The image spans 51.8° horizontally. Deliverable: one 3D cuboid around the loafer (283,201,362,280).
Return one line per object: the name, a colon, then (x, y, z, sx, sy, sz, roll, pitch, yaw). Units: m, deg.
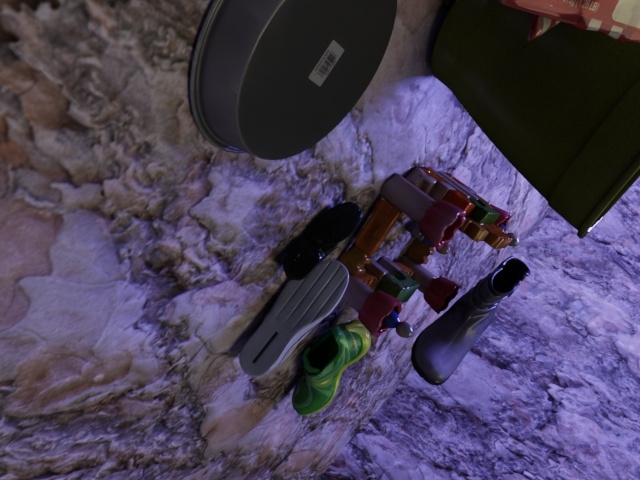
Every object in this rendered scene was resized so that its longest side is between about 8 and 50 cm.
loafer: (0.000, 0.000, 1.106, 0.170, 0.062, 0.061, -41, 179, -13)

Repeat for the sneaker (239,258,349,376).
sneaker: (-0.050, 0.135, 1.194, 0.258, 0.094, 0.091, -45, 176, -2)

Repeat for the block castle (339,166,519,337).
block castle: (0.242, 0.032, 1.399, 0.303, 0.213, 0.453, -58, 157, 17)

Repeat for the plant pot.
plant pot: (0.371, -0.253, 0.993, 0.366, 0.353, 0.366, -42, 161, -19)

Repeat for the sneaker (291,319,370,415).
sneaker: (-0.002, 0.287, 1.518, 0.123, 0.109, 0.295, 9, 125, -35)

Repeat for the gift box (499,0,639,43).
gift box: (0.250, -0.325, 0.645, 0.255, 0.258, 0.276, 14, 120, -16)

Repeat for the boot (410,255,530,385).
boot: (0.345, 0.169, 1.518, 0.338, 0.118, 0.223, -45, 171, -43)

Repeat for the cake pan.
cake pan: (-0.015, -0.210, 0.734, 0.293, 0.054, 0.293, -42, 157, -22)
